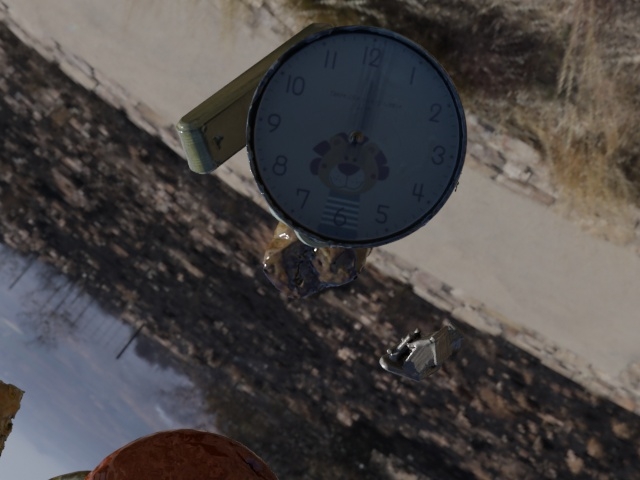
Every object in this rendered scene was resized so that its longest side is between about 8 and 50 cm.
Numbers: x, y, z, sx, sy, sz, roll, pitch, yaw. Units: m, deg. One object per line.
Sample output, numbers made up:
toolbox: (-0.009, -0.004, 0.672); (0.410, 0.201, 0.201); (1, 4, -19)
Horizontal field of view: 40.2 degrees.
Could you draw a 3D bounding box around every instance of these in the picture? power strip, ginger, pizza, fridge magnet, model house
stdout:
power strip: (-0.077, -0.243, 1.387); (0.066, 0.387, 0.092); (20, 139, 37)
ginger: (-0.002, -0.003, 2.168); (0.269, 0.223, 0.200); (-17, 117, 19)
pizza: (-0.626, 0.318, 1.613); (0.189, 0.071, 0.297); (64, -173, 14)
fridge magnet: (-0.208, 0.465, 1.298); (0.363, 0.364, 0.155); (38, 162, -7)
model house: (0.298, 0.298, 2.426); (0.122, 0.229, 0.188); (53, 124, 17)

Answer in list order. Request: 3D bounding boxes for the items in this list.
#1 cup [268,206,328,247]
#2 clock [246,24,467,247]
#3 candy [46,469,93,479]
cup: (-0.024, -0.056, 1.478); (0.141, 0.120, 0.120); (18, 153, 51)
clock: (0.049, -0.138, 1.194); (0.312, 0.313, 0.061); (36, -174, -1)
candy: (-0.503, 0.550, 1.692); (0.259, 0.259, 0.118); (12, 119, 46)
